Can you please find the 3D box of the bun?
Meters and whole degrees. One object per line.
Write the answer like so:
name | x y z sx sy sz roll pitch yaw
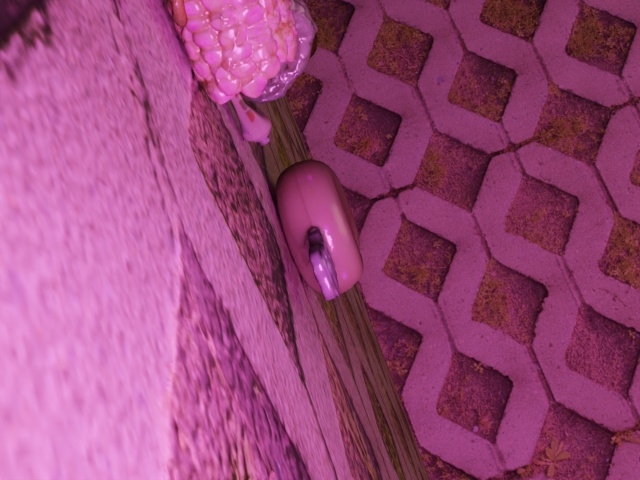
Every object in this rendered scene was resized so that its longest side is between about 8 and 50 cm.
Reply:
bun | -0.078 -0.284 0.871 0.212 0.126 0.204 17 50 -84

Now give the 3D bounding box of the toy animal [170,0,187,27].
toy animal | -0.129 -0.241 0.390 0.099 0.056 0.241 -106 173 -59

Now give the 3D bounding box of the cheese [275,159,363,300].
cheese | 0.000 0.000 0.792 0.286 0.082 0.163 -93 162 -70

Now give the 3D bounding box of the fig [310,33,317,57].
fig | -0.090 -0.397 1.249 0.126 0.132 0.185 -40 109 -48

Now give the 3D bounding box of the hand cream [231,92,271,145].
hand cream | -0.097 -0.167 0.705 0.165 0.037 0.057 60 8 -31

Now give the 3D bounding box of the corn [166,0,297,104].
corn | -0.102 -0.271 0.506 0.127 0.126 0.335 -103 173 -66
